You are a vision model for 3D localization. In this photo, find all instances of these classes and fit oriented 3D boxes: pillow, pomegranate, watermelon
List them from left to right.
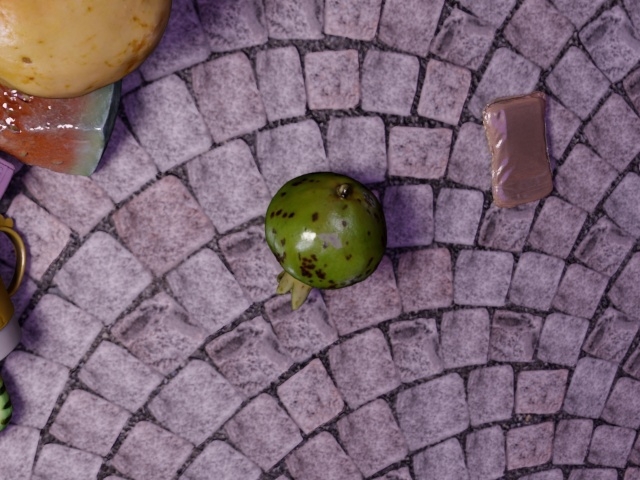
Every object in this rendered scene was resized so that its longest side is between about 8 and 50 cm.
[{"bbox_3d":[-0.439,-0.207,1.258,0.256,0.140,0.193,9,92,-11],"label":"watermelon"},{"bbox_3d":[-0.353,-0.367,1.089,0.342,0.342,0.343,-4,103,-16],"label":"pomegranate"},{"bbox_3d":[0.000,0.000,1.395,0.210,0.211,0.263,13,132,-19],"label":"pomegranate"},{"bbox_3d":[0.370,-0.167,1.542,0.135,0.034,0.211,-13,107,-17],"label":"pillow"}]

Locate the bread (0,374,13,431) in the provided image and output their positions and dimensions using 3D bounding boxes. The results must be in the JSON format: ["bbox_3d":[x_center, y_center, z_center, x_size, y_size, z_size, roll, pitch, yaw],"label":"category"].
[{"bbox_3d":[-0.567,0.265,1.337,0.129,0.071,0.139,-9,106,-11],"label":"bread"}]

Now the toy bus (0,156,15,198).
[{"bbox_3d":[-0.558,-0.121,1.204,0.199,0.108,0.096,34,75,-44],"label":"toy bus"}]

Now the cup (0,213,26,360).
[{"bbox_3d":[-0.548,0.069,1.260,0.241,0.185,0.226,-38,119,-39],"label":"cup"}]
